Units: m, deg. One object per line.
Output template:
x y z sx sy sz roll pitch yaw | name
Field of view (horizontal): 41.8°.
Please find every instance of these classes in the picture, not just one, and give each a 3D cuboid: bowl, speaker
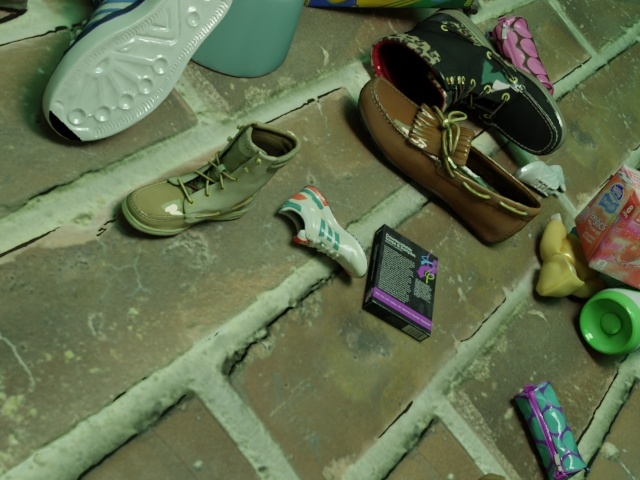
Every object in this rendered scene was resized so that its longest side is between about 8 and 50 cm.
-0.141 -0.435 1.342 0.312 0.163 0.311 21 49 -26 | bowl
0.614 0.135 1.591 0.297 0.131 0.131 -9 67 -43 | speaker

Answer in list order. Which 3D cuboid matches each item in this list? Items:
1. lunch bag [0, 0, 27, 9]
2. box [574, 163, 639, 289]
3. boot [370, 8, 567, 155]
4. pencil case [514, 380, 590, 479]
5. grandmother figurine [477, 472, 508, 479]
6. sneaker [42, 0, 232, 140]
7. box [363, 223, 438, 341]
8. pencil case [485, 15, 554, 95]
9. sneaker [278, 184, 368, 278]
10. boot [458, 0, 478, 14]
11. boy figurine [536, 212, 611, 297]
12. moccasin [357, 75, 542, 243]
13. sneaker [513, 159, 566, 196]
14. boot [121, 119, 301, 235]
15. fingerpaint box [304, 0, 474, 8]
-0.450 -0.476 1.054 0.169 0.235 0.287 -11 69 -38 | lunch bag
0.637 0.008 1.518 0.300 0.154 0.142 23 36 -15 | box
0.282 -0.283 1.605 0.377 0.138 0.284 51 41 8 | boot
0.358 0.298 1.303 0.070 0.064 0.151 25 41 -60 | pencil case
0.324 0.471 1.135 0.208 0.104 0.342 -44 96 -21 | grandmother figurine
-0.283 -0.286 1.160 0.323 0.236 0.130 -49 132 -10 | sneaker
0.128 0.064 1.307 0.116 0.029 0.162 32 46 -20 | box
0.448 -0.400 1.868 0.098 0.095 0.209 39 31 -60 | pencil case
0.000 0.000 1.235 0.075 0.057 0.161 -33 85 -31 | sneaker
0.312 -0.559 1.909 0.118 0.042 0.087 16 45 -33 | boot
0.483 0.029 1.587 0.285 0.092 0.177 -22 79 -50 | boy figurine
0.225 -0.150 1.454 0.380 0.147 0.139 44 42 -6 | moccasin
0.452 -0.124 1.698 0.152 0.054 0.061 2 62 -40 | sneaker
-0.139 -0.083 1.084 0.213 0.165 0.077 -12 69 -46 | boot
0.186 -0.616 1.477 0.371 0.445 0.163 -6 64 -24 | fingerpaint box
